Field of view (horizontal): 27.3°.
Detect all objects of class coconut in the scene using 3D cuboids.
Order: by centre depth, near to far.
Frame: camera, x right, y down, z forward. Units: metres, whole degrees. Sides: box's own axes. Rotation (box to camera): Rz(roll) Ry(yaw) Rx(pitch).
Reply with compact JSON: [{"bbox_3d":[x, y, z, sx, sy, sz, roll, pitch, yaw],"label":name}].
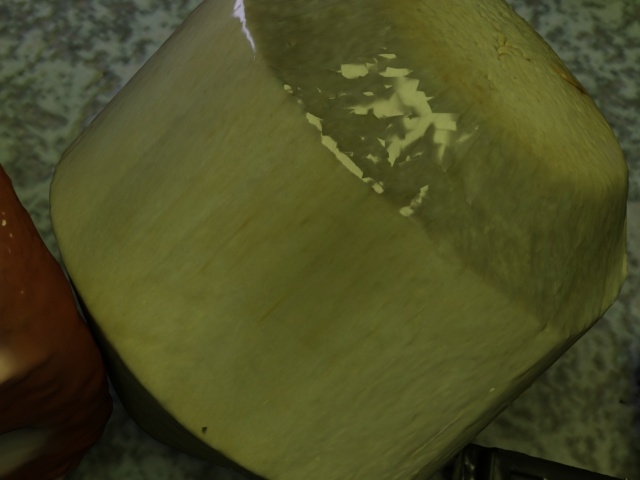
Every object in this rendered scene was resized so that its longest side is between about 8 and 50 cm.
[{"bbox_3d":[0.000,0.000,0.524,0.202,0.222,0.202,35,28,-22],"label":"coconut"}]

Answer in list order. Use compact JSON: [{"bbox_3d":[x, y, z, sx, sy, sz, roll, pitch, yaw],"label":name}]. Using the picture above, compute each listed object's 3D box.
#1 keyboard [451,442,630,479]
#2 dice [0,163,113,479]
[{"bbox_3d":[0.082,0.196,0.523,0.093,0.025,0.230,15,63,-9],"label":"keyboard"},{"bbox_3d":[-0.194,0.034,0.492,0.179,0.175,0.174,-29,71,-20],"label":"dice"}]
